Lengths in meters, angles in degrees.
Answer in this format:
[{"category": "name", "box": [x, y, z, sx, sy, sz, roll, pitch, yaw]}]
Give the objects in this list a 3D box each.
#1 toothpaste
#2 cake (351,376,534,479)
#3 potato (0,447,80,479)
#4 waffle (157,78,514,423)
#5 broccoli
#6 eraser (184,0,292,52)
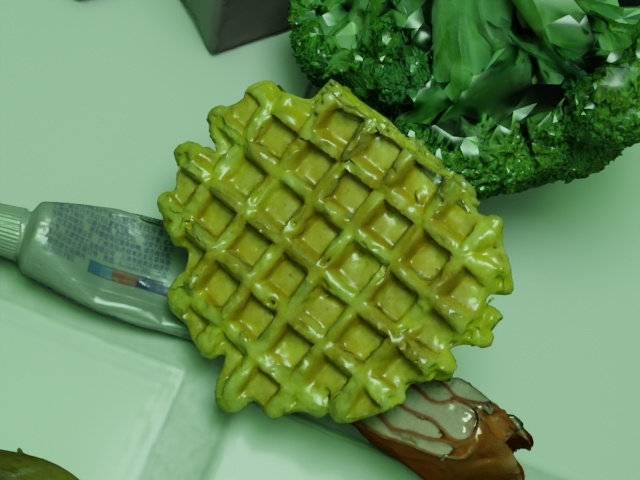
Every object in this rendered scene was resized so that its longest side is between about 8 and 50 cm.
[{"category": "toothpaste", "box": [-0.190, 0.018, 0.920, 0.282, 0.068, 0.099, 17, 91, -14]}, {"category": "cake", "box": [0.063, 0.133, 0.889, 0.287, 0.135, 0.098, 31, 76, 15]}, {"category": "potato", "box": [-0.257, 0.222, 0.762, 0.175, 0.137, 0.137, -11, 67, -19]}, {"category": "waffle", "box": [0.001, 0.000, 0.859, 0.307, 0.060, 0.312, -19, 80, 15]}, {"category": "broccoli", "box": [0.185, -0.202, 0.965, 0.413, 0.310, 0.321, 19, 23, 35]}, {"category": "eraser", "box": [0.035, -0.362, 1.038, 0.359, 0.272, 0.122, -22, 68, -23]}]
